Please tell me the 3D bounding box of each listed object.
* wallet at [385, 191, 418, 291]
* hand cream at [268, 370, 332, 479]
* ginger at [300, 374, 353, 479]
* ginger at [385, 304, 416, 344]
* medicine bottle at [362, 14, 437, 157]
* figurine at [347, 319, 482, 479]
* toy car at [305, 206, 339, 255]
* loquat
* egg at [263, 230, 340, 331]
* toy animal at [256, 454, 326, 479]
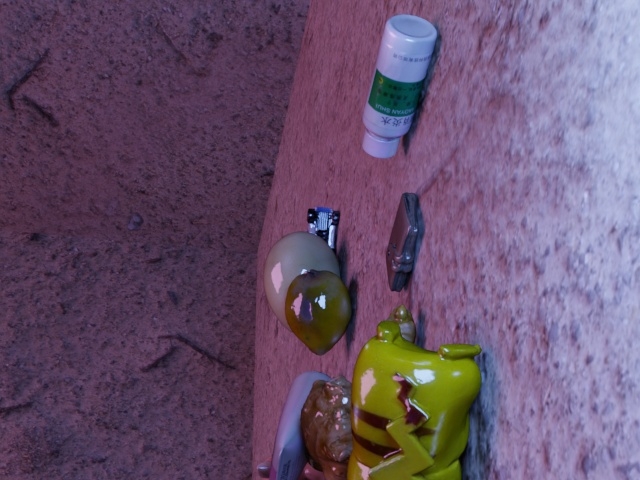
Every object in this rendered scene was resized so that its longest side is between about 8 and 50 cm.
[{"bbox_3d":[0.140,0.005,1.564,0.118,0.039,0.152,-93,13,-52],"label":"wallet"},{"bbox_3d":[-0.052,0.418,1.933,0.358,0.118,0.185,-58,-17,-62],"label":"hand cream"},{"bbox_3d":[0.039,0.372,1.733,0.270,0.123,0.218,166,103,-71],"label":"ginger"},{"bbox_3d":[0.123,0.253,1.386,0.166,0.080,0.333,88,-177,-48],"label":"ginger"},{"bbox_3d":[0.132,-0.267,1.596,0.095,0.095,0.260,-94,13,-45],"label":"medicine bottle"},{"bbox_3d":[0.119,0.276,1.167,0.169,0.218,0.326,-26,-57,-52],"label":"figurine"},{"bbox_3d":[0.000,0.000,2.309,0.070,0.080,0.170,165,109,-82],"label":"toy car"},{"bbox_3d":[-0.005,0.160,2.020,0.152,0.152,0.195,-157,59,-81],"label":"loquat"},{"bbox_3d":[-0.044,0.104,2.180,0.188,0.189,0.253,149,115,-79],"label":"egg"},{"bbox_3d":[-0.080,0.617,2.214,0.149,0.165,0.248,-107,17,-55],"label":"toy animal"}]
